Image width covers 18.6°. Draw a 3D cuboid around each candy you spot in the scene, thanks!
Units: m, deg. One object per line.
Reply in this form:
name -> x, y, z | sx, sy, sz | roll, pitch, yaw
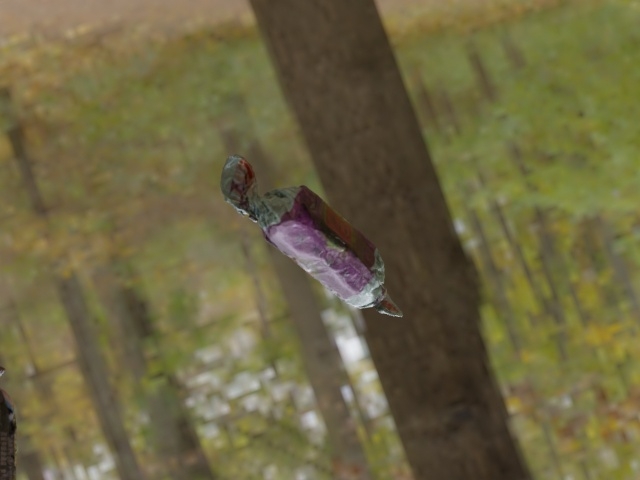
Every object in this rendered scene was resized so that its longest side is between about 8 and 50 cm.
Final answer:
candy -> 0.000, 0.000, 1.353 | 0.043, 0.175, 0.045 | -34, -146, 29

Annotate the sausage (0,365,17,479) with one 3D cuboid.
sausage -> -0.135, 0.147, 0.788 | 0.025, 0.198, 0.028 | -1, 171, 13
